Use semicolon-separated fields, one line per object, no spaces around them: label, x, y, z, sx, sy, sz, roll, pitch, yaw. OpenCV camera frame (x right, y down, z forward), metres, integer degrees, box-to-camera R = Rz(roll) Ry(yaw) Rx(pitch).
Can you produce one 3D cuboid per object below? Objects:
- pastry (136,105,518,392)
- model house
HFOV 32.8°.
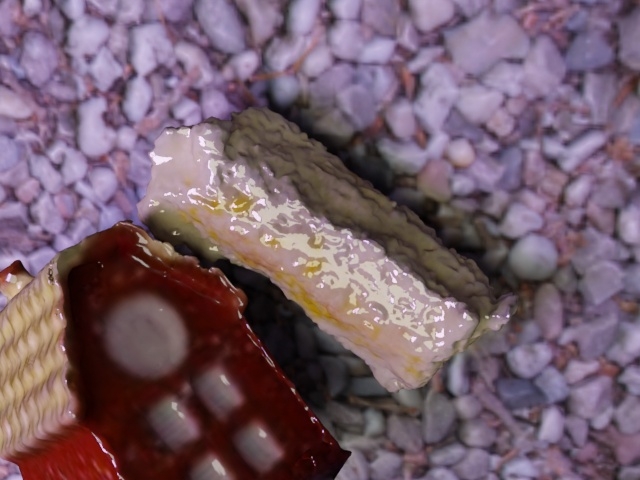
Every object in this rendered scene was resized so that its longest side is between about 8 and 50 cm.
pastry;-0.001;0.005;0.743;0.258;0.089;0.121;34;122;2
model house;-0.138;0.108;0.764;0.254;0.160;0.196;54;145;-1
